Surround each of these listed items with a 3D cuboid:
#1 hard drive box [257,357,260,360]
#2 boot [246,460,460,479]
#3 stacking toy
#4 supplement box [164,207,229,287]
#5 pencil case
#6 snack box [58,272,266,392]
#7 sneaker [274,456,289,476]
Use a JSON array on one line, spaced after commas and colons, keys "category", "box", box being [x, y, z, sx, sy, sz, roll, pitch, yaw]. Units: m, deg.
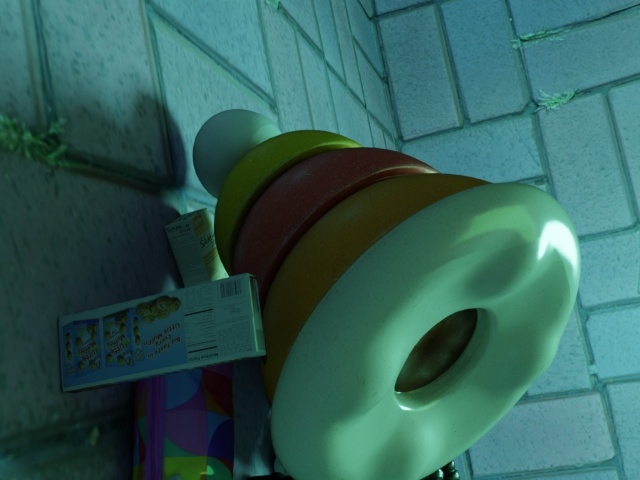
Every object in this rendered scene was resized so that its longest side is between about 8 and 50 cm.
[{"category": "hard drive box", "box": [0.021, 0.175, 1.011, 0.089, 0.232, 0.181, -50, 141, -15]}, {"category": "boot", "box": [0.059, 0.413, 0.880, 0.131, 0.260, 0.348, 20, 58, -73]}, {"category": "stacking toy", "box": [0.000, 0.000, 0.843, 0.480, 0.350, 0.350, 44, -11, 41]}, {"category": "supplement box", "box": [-0.143, 0.017, 0.910, 0.062, 0.036, 0.098, -58, 133, -71]}, {"category": "pencil case", "box": [-0.129, 0.166, 0.724, 0.104, 0.104, 0.236, 55, 25, -55]}, {"category": "snack box", "box": [-0.131, 0.077, 0.622, 0.022, 0.178, 0.064, 31, 48, -67]}, {"category": "sneaker", "box": [0.005, 0.351, 1.098, 0.095, 0.090, 0.235, -94, 167, -65]}]
